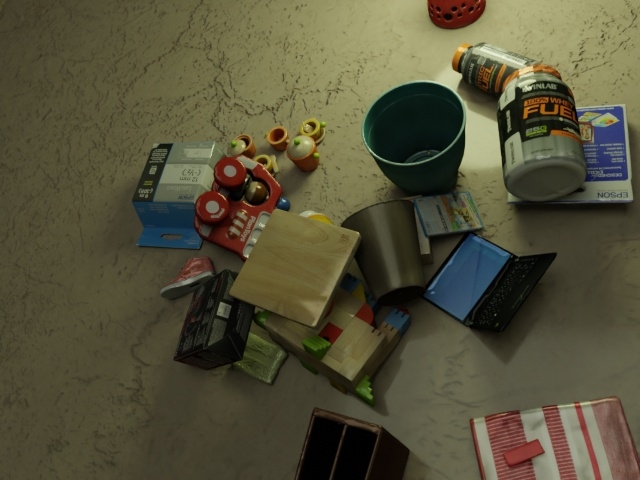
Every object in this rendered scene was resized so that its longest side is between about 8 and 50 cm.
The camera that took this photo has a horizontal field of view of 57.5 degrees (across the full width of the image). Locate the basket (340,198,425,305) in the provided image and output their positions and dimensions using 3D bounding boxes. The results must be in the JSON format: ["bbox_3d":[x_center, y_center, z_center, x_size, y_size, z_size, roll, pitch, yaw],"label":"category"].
[{"bbox_3d":[0.171,0.039,1.474,0.204,0.154,0.227,-20,64,15],"label":"basket"}]

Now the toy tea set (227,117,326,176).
[{"bbox_3d":[-0.146,-0.305,1.868,0.336,0.124,0.200,-11,60,14],"label":"toy tea set"}]

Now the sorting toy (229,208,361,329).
[{"bbox_3d":[-0.053,0.077,1.454,0.257,0.089,0.255,17,70,28],"label":"sorting toy"}]

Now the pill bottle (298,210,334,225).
[{"bbox_3d":[0.000,0.000,1.636,0.117,0.117,0.215,-36,38,-1],"label":"pill bottle"}]

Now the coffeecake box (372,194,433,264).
[{"bbox_3d":[0.227,-0.021,1.610,0.142,0.068,0.186,-10,60,15],"label":"coffeecake box"}]

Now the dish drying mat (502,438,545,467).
[{"bbox_3d":[0.442,0.463,1.268,0.083,0.008,0.032,-26,54,6],"label":"dish drying mat"}]

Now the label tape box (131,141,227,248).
[{"bbox_3d":[-0.474,-0.153,1.915,0.249,0.115,0.348,3,62,21],"label":"label tape box"}]

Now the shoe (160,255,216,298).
[{"bbox_3d":[-0.409,0.111,1.780,0.178,0.063,0.081,-22,56,2],"label":"shoe"}]

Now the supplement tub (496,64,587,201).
[{"bbox_3d":[0.552,-0.275,1.478,0.193,0.193,0.316,-6,61,17],"label":"supplement tub"}]

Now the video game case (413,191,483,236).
[{"bbox_3d":[0.345,-0.073,1.580,0.166,0.015,0.119,-7,62,-13],"label":"video game case"}]

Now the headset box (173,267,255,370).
[{"bbox_3d":[-0.287,0.222,1.573,0.293,0.110,0.218,-30,42,55],"label":"headset box"}]

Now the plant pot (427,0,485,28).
[{"bbox_3d":[0.440,-0.825,1.907,0.191,0.174,0.191,-7,61,14],"label":"plant pot"}]

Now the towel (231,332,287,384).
[{"bbox_3d":[-0.171,0.323,1.595,0.148,0.027,0.110,20,72,28],"label":"towel"}]

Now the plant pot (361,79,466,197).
[{"bbox_3d":[0.276,-0.251,1.606,0.271,0.255,0.272,-9,61,16],"label":"plant pot"}]

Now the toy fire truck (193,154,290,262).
[{"bbox_3d":[-0.234,-0.098,1.773,0.253,0.169,0.302,26,69,-5],"label":"toy fire truck"}]

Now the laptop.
[{"bbox_3d":[0.405,0.089,1.443,0.136,0.264,0.234,40,80,-5],"label":"laptop"}]

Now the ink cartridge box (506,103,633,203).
[{"bbox_3d":[0.658,-0.218,1.563,0.303,0.072,0.307,1,66,19],"label":"ink cartridge box"}]

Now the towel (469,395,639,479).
[{"bbox_3d":[0.508,0.477,1.258,0.329,0.037,0.237,-13,58,14],"label":"towel"}]

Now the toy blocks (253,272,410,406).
[{"bbox_3d":[0.050,0.209,1.509,0.381,0.191,0.261,27,63,30],"label":"toy blocks"}]

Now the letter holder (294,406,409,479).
[{"bbox_3d":[0.068,0.509,1.243,0.152,0.302,0.214,9,67,24],"label":"letter holder"}]

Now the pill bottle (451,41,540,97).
[{"bbox_3d":[0.513,-0.507,1.732,0.245,0.130,0.130,34,78,32],"label":"pill bottle"}]
